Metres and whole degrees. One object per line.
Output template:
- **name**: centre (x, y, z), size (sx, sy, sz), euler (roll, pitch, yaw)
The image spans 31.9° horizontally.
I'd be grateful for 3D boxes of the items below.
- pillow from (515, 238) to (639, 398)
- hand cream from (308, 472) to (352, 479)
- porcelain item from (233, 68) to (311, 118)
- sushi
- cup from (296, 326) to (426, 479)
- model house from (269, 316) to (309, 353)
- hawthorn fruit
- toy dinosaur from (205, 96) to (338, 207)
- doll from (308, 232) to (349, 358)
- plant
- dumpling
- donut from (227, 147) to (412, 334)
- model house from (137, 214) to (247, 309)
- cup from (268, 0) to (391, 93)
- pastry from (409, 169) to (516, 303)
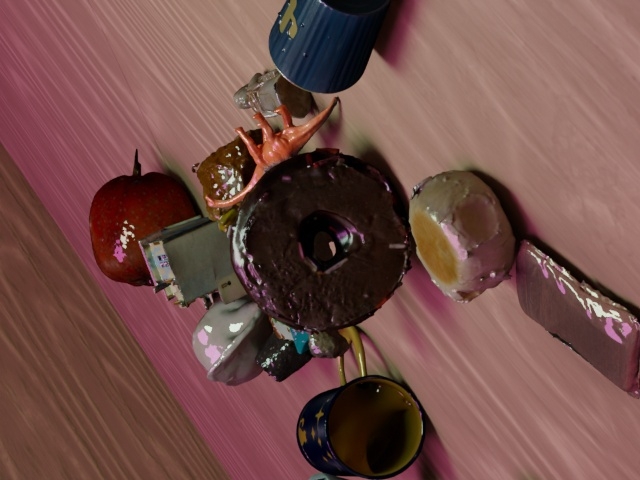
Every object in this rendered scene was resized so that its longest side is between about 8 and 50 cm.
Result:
- **pillow**: centre (0.303, 0.089, 1.318), size (0.211, 0.034, 0.135), euler (43, 157, 40)
- **hand cream**: centre (0.105, 0.463, 1.996), size (0.109, 0.320, 0.067), euler (31, 101, 51)
- **porcelain item**: centre (-0.086, -0.226, 1.747), size (0.213, 0.054, 0.084), euler (12, 129, 64)
- **sushi**: centre (-0.114, -0.076, 1.887), size (0.296, 0.167, 0.179), euler (-38, 66, 59)
- **cup**: centre (0.074, 0.301, 2.012), size (0.178, 0.255, 0.256), euler (23, 164, -10)
- **model house**: centre (-0.027, 0.125, 2.020), size (0.149, 0.100, 0.127), euler (23, 139, 55)
- **hawthorn fruit**: centre (-0.381, -0.053, 2.447), size (0.254, 0.254, 0.300), euler (146, 121, -69)
- **toy dinosaur**: centre (-0.083, -0.136, 1.661), size (0.279, 0.055, 0.101), euler (-26, 101, 36)
- **doll**: centre (-0.015, 0.027, 1.713), size (0.091, 0.286, 0.202), euler (-14, 148, 43)
- **plant**: centre (-0.056, 0.201, 2.143), size (0.092, 0.143, 0.094), euler (45, 172, -31)
- **dumpling**: centre (-0.164, 0.161, 2.238), size (0.243, 0.175, 0.227), euler (54, 127, 50)
- **donut**: centre (0.000, 0.000, 1.595), size (0.270, 0.269, 0.103), euler (64, 175, -11)
- **model house**: centre (-0.226, 0.037, 2.094), size (0.206, 0.271, 0.178), euler (-7, 107, 53)
- **cup**: centre (0.013, -0.292, 1.366), size (0.155, 0.131, 0.176), euler (124, 139, -62)
- **pastry**: centre (0.173, -0.007, 1.389), size (0.166, 0.088, 0.166), euler (57, 162, 30)
